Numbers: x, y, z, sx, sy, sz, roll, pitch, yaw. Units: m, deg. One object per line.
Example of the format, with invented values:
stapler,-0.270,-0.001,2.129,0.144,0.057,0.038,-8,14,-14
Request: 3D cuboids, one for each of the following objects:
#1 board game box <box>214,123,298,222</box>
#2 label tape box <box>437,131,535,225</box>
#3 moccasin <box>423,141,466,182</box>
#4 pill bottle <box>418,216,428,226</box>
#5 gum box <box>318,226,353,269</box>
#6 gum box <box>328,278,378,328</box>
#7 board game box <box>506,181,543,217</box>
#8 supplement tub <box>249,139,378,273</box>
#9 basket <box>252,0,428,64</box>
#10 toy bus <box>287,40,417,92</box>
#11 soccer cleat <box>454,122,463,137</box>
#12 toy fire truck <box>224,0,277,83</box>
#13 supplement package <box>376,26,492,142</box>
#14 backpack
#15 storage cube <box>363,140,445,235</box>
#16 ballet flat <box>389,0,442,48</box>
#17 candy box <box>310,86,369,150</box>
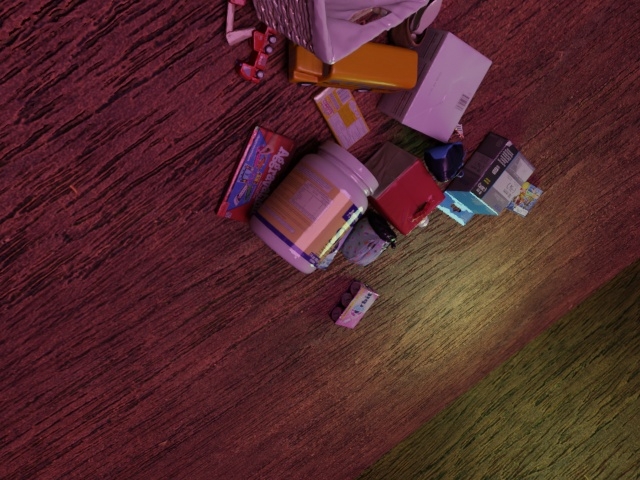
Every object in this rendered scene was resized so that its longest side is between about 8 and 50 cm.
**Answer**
board game box,-0.184,-0.181,1.292,0.145,0.027,0.281,13,113,-38
label tape box,0.628,-0.205,1.714,0.241,0.106,0.333,25,106,-40
moccasin,0.386,-0.245,1.434,0.342,0.138,0.116,-29,109,-61
pill bottle,0.351,-0.097,1.648,0.065,0.065,0.116,-45,133,4
gum box,0.000,0.000,1.520,0.157,0.041,0.184,20,110,-39
gum box,0.131,0.246,1.756,0.107,0.062,0.188,24,107,-40
board game box,0.844,-0.185,1.906,0.201,0.035,0.136,16,111,-38
supplement tub,-0.017,-0.096,1.296,0.331,0.241,0.241,-49,132,0
basket,0.034,-0.602,0.899,0.328,0.266,0.331,-39,148,-18
toy bus,0.083,-0.456,1.173,0.333,0.130,0.108,-4,101,-29
soccer cleat,0.477,-0.385,1.549,0.035,0.029,0.083,-47,128,11
toy fire truck,-0.177,-0.486,1.069,0.135,0.047,0.191,10,116,-35
supplement package,0.332,-0.457,1.330,0.204,0.145,0.261,12,115,-36
backpack,0.160,0.003,1.564,0.115,0.151,0.182,26,118,-35
storage cube,0.245,-0.169,1.439,0.184,0.215,0.193,-44,127,3
ballet flat,0.284,-0.667,1.170,0.116,0.124,0.342,4,118,-33
candy box,0.062,-0.366,1.310,0.105,0.027,0.205,-38,132,-2
